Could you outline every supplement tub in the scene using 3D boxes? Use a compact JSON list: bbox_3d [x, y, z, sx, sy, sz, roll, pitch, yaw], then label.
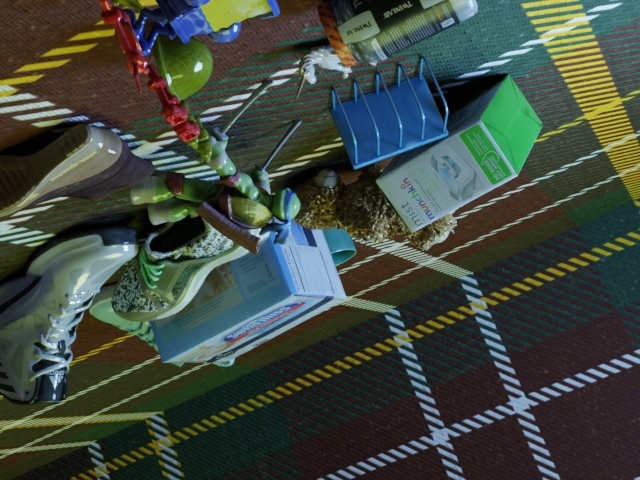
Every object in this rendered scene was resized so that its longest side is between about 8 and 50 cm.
[{"bbox_3d":[0.099,-0.308,1.376,0.190,0.117,0.117,-25,165,12],"label":"supplement tub"}]

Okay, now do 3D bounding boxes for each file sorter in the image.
[{"bbox_3d":[0.112,-0.215,1.731,0.170,0.118,0.104,-20,161,-3],"label":"file sorter"}]

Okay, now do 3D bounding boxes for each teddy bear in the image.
[{"bbox_3d":[0.108,-0.075,2.044,0.245,0.338,0.113,-48,148,-41],"label":"teddy bear"}]

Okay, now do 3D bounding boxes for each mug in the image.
[{"bbox_3d":[0.007,-0.001,2.375,0.129,0.097,0.158,-16,164,-15],"label":"mug"}]

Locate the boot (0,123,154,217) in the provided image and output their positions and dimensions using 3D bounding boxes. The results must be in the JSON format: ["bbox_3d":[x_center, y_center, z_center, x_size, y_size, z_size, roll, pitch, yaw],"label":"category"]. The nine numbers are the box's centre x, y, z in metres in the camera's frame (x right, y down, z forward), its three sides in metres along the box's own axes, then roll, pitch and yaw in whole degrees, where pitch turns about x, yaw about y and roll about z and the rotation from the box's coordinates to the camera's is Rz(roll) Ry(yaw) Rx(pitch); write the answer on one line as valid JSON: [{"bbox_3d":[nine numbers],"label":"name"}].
[{"bbox_3d":[-0.388,-0.079,1.571,0.248,0.090,0.207,-27,162,8],"label":"boot"}]

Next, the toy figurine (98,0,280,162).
[{"bbox_3d":[-0.106,-0.245,1.209,0.217,0.191,0.362,-27,166,2],"label":"toy figurine"}]

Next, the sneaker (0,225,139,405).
[{"bbox_3d":[-0.473,0.159,1.974,0.447,0.257,0.169,-30,162,31],"label":"sneaker"}]

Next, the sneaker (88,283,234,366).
[{"bbox_3d":[-0.337,0.196,2.332,0.366,0.150,0.135,13,137,-27],"label":"sneaker"}]

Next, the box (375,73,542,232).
[{"bbox_3d":[0.256,-0.157,1.906,0.231,0.127,0.262,-29,-168,32],"label":"box"}]

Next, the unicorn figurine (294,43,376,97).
[{"bbox_3d":[0.028,-0.271,1.548,0.162,0.060,0.111,-41,160,11],"label":"unicorn figurine"}]

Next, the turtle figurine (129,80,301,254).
[{"bbox_3d":[-0.163,-0.119,1.723,0.266,0.275,0.198,-4,-169,11],"label":"turtle figurine"}]

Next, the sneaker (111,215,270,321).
[{"bbox_3d":[-0.286,0.017,1.973,0.410,0.158,0.182,-38,155,28],"label":"sneaker"}]

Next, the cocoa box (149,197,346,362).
[{"bbox_3d":[-0.170,0.087,2.179,0.347,0.231,0.228,-29,163,25],"label":"cocoa box"}]
